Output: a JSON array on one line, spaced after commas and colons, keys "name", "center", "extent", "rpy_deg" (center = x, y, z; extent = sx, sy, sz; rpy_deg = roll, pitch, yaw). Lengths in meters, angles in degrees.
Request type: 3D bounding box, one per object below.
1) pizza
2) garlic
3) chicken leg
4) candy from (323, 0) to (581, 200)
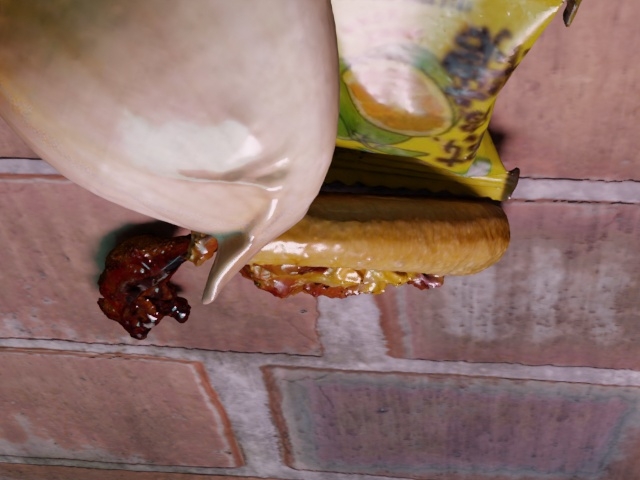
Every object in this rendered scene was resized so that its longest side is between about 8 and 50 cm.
[{"name": "pizza", "center": [0.000, 0.000, 1.016], "extent": [0.229, 0.081, 0.289], "rpy_deg": [10, -172, 43]}, {"name": "garlic", "center": [-0.126, -0.130, 0.696], "extent": [0.313, 0.249, 0.286], "rpy_deg": [26, 149, -3]}, {"name": "chicken leg", "center": [-0.146, 0.031, 1.191], "extent": [0.089, 0.048, 0.219], "rpy_deg": [10, 150, -13]}, {"name": "candy", "center": [0.059, -0.109, 0.878], "extent": [0.187, 0.081, 0.297], "rpy_deg": [10, 152, 0]}]
